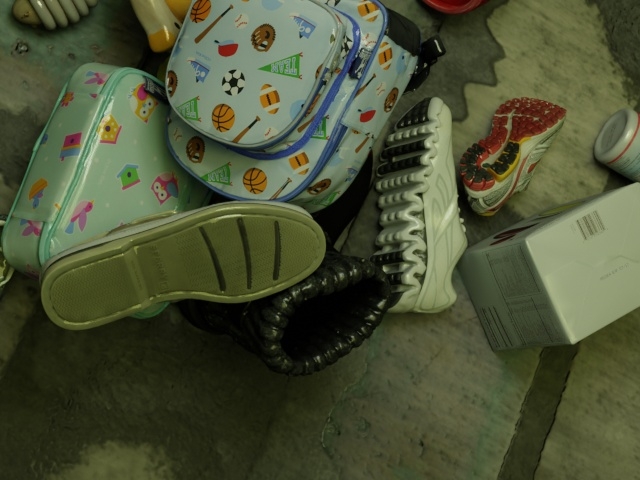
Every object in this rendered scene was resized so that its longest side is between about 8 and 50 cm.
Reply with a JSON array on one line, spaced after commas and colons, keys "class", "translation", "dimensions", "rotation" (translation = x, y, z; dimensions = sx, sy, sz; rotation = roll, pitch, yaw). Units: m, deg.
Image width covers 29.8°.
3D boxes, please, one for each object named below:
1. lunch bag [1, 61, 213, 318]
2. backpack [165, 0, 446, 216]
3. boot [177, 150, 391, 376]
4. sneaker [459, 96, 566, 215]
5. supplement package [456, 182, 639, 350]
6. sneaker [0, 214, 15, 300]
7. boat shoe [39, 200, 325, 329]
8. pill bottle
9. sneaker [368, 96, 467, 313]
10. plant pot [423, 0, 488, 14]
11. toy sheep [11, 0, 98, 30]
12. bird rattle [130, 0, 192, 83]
[{"class": "lunch bag", "translation": [-0.229, -0.059, 1.421], "dimensions": [0.224, 0.107, 0.279], "rotation": [33, 73, -44]}, {"class": "backpack", "translation": [-0.045, -0.165, 1.341], "dimensions": [0.213, 0.276, 0.263], "rotation": [2, 111, -56]}, {"class": "boot", "translation": [0.002, 0.004, 1.444], "dimensions": [0.131, 0.260, 0.348], "rotation": [45, 73, -27]}, {"class": "sneaker", "translation": [0.264, -0.121, 1.670], "dimensions": [0.225, 0.088, 0.093], "rotation": [-43, 143, -31]}, {"class": "supplement package", "translation": [0.323, 0.038, 1.600], "dimensions": [0.194, 0.203, 0.149], "rotation": [-25, 92, -22]}, {"class": "sneaker", "translation": [-0.397, 0.056, 1.388], "dimensions": [0.064, 0.086, 0.192], "rotation": [23, 76, -16]}, {"class": "boat shoe", "translation": [-0.149, 0.011, 1.286], "dimensions": [0.302, 0.103, 0.113], "rotation": [-10, 111, -11]}, {"class": "pill bottle", "translation": [0.483, -0.118, 1.741], "dimensions": [0.160, 0.087, 0.087], "rotation": [28, 75, -16]}, {"class": "sneaker", "translation": [0.140, -0.043, 1.604], "dimensions": [0.118, 0.110, 0.292], "rotation": [11, 84, -31]}, {"class": "plant pot", "translation": [0.213, -0.422, 1.627], "dimensions": [0.174, 0.191, 0.191], "rotation": [-31, 95, -28]}, {"class": "toy sheep", "translation": [-0.315, -0.304, 1.466], "dimensions": [0.132, 0.091, 0.091], "rotation": [-31, 95, -3]}, {"class": "bird rattle", "translation": [-0.163, -0.314, 1.458], "dimensions": [0.207, 0.143, 0.254], "rotation": [-28, 110, -65]}]
